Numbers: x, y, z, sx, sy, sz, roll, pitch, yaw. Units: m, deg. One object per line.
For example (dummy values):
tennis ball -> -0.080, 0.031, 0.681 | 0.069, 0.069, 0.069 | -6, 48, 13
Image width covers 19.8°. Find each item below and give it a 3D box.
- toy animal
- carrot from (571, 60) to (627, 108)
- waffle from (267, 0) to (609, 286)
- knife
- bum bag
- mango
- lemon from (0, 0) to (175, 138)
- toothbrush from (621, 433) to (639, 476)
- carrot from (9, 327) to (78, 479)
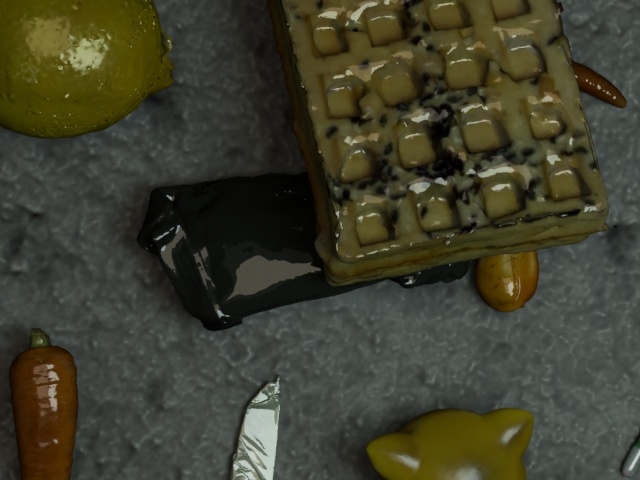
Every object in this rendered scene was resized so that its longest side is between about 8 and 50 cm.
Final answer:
toy animal -> 0.124, 0.264, 1.614 | 0.156, 0.156, 0.230 | -10, 91, -5
carrot -> 0.219, -0.154, 1.696 | 0.142, 0.035, 0.035 | 16, 86, -8
waffle -> 0.086, -0.159, 1.604 | 0.261, 0.114, 0.376 | -9, 74, -7
knife -> -0.072, 0.267, 1.660 | 0.047, 0.017, 0.298 | 11, 83, -5
bum bag -> 0.000, 0.000, 1.650 | 0.326, 0.080, 0.142 | -8, 77, -4
mango -> 0.170, 0.021, 1.675 | 0.060, 0.046, 0.089 | -4, 83, -4
lemon -> -0.226, -0.172, 1.595 | 0.206, 0.173, 0.173 | 10, 86, -15
toothbrush -> 0.348, 0.109, 1.697 | 0.024, 0.018, 0.257 | 32, 85, 1
carrot -> -0.245, 0.206, 1.631 | 0.061, 0.061, 0.257 | 0, 89, -4
